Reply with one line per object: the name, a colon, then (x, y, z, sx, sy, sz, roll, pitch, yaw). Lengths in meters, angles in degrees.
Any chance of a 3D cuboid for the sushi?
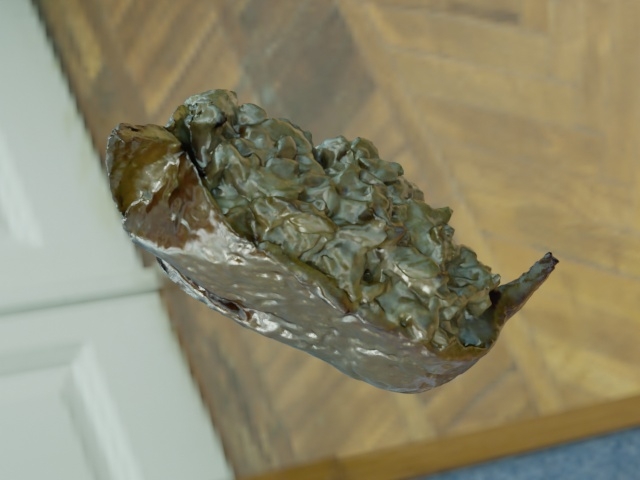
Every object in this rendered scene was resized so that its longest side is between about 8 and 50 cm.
sushi: (0.000, 0.000, 0.474, 0.055, 0.120, 0.052, -48, 17, 46)
